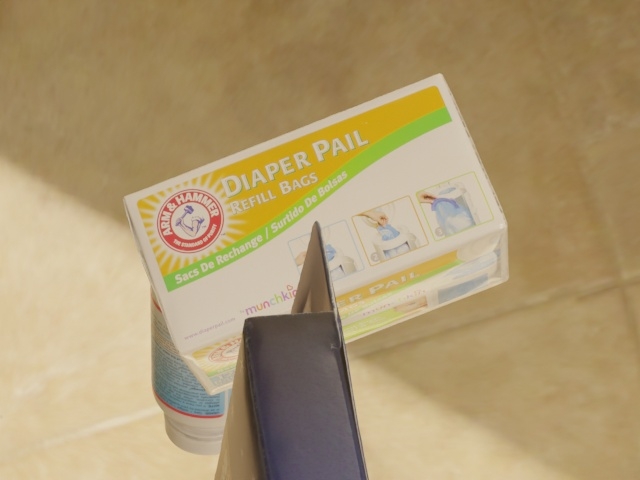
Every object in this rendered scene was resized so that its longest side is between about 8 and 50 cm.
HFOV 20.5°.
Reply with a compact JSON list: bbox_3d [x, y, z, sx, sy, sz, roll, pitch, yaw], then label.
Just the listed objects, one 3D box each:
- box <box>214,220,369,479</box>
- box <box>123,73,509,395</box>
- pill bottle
[{"bbox_3d":[-0.005,0.121,0.570,0.037,0.136,0.225,-3,58,-11],"label":"box"},{"bbox_3d":[0.000,0.000,1.050,0.203,0.114,0.103,-21,71,0],"label":"box"},{"bbox_3d":[-0.086,0.085,1.339,0.087,0.160,0.087,3,39,-2],"label":"pill bottle"}]
